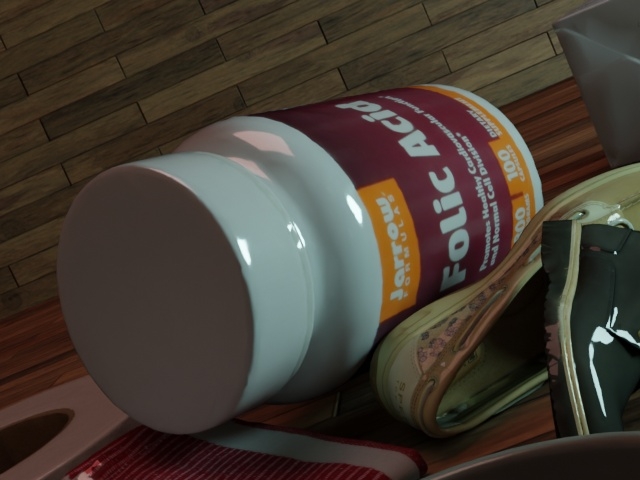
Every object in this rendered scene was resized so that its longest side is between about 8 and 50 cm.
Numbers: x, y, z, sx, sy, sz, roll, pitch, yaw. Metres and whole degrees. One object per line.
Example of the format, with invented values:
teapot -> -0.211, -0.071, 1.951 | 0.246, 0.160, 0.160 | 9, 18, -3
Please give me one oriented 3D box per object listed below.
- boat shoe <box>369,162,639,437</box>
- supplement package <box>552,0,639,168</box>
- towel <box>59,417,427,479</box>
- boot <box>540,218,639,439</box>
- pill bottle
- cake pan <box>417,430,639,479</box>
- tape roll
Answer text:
boat shoe -> 0.170, 0.046, 0.746 | 0.285, 0.104, 0.089 | -37, 19, -11
supplement package -> 0.458, -0.234, 1.278 | 0.262, 0.204, 0.145 | -17, 12, 38
towel -> -0.121, 0.189, 0.634 | 0.237, 0.037, 0.329 | 1, 19, 42
boot -> 0.198, 0.053, 0.601 | 0.137, 0.077, 0.198 | -3, 44, 13
pill bottle -> 0.000, 0.000, 0.849 | 0.224, 0.224, 0.392 | -17, 2, 39
cake pan -> 0.062, 0.168, 0.402 | 0.293, 0.054, 0.293 | -24, 8, 4
tape roll -> -0.308, 0.233, 0.956 | 0.392, 0.072, 0.392 | -24, 9, 4
